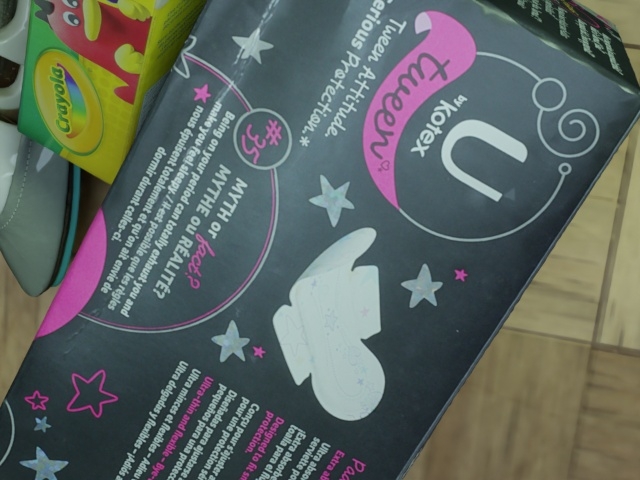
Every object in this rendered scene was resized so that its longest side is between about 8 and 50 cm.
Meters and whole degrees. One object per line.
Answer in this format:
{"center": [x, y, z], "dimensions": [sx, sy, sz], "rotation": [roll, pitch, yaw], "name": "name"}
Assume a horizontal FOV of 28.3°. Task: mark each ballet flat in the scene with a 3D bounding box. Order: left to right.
{"center": [-0.134, -0.074, 0.548], "dimensions": [0.068, 0.072, 0.213], "rotation": [1, 116, -31], "name": "ballet flat"}

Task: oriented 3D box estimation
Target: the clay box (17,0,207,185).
{"center": [-0.043, -0.135, 0.438], "dimensions": [0.053, 0.127, 0.222], "rotation": [29, 140, 5], "name": "clay box"}

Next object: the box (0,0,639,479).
{"center": [0.000, 0.000, 0.497], "dimensions": [0.142, 0.163, 0.247], "rotation": [31, 110, 0], "name": "box"}
